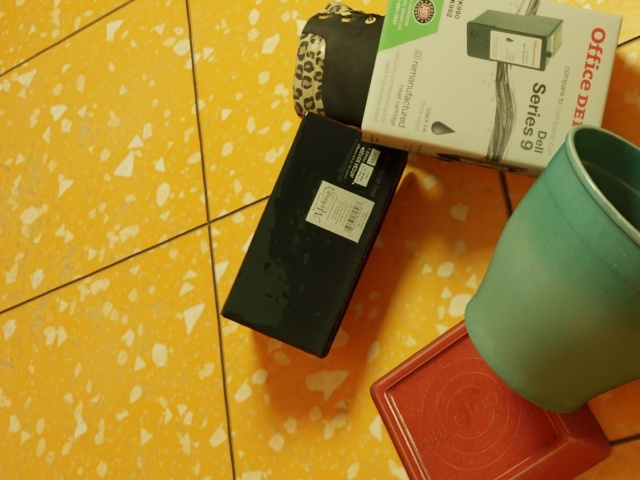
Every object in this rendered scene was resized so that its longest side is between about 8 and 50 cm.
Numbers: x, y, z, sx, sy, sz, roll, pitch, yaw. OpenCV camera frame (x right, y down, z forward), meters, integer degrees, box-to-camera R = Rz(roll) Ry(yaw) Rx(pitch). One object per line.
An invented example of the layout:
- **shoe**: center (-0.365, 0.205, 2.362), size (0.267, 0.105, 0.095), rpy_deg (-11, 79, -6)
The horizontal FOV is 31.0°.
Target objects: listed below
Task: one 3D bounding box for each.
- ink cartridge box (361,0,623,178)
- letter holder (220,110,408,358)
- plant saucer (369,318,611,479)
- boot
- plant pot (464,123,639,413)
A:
- **ink cartridge box**: center (0.212, -0.202, 1.451), size (0.289, 0.121, 0.211), rpy_deg (12, 89, 2)
- **letter holder**: center (0.000, 0.000, 1.633), size (0.152, 0.214, 0.302), rpy_deg (22, 86, 6)
- **plant saucer**: center (0.196, 0.222, 1.463), size (0.258, 0.047, 0.259), rpy_deg (-38, 57, 19)
- **boot**: center (0.125, -0.312, 1.649), size (0.284, 0.138, 0.377), rpy_deg (14, 88, 38)
- **plant pot**: center (0.308, 0.051, 1.320), size (0.255, 0.271, 0.272), rpy_deg (-50, 52, 28)
